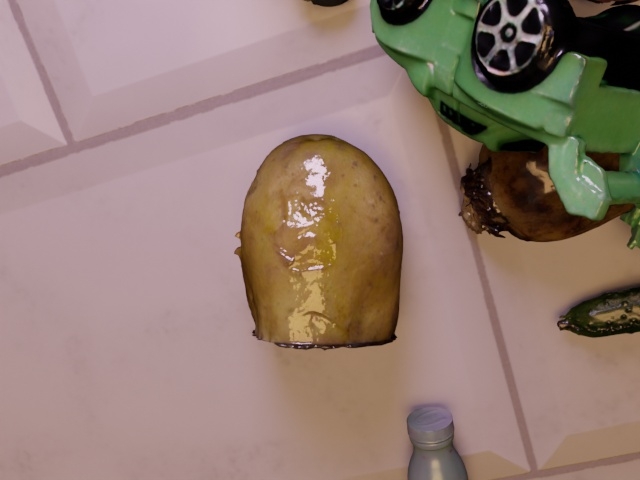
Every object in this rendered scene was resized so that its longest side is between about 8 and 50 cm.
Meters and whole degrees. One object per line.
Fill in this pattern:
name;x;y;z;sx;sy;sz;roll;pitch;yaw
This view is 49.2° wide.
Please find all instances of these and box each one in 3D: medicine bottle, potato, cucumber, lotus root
medicine bottle;0.174;0.356;1.030;0.090;0.090;0.217;-7;107;9
potato;0.000;0.000;0.889;0.229;0.229;0.266;3;94;6
cucumber;0.430;0.089;0.926;0.227;0.069;0.069;-13;106;15
lotus root;0.306;-0.097;0.835;0.314;0.141;0.170;-26;102;14

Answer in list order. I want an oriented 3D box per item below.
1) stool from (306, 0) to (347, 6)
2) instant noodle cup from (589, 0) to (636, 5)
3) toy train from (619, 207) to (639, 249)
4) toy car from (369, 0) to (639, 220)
stool;-0.017;-0.388;0.791;0.139;0.228;0.153;-36;59;-4
instant noodle cup;0.285;-0.406;0.704;0.243;0.244;0.255;28;102;-3
toy train;0.442;-0.048;0.868;0.099;0.081;0.149;31;110;-3
toy car;0.202;-0.174;0.716;0.358;0.213;0.177;38;122;41
